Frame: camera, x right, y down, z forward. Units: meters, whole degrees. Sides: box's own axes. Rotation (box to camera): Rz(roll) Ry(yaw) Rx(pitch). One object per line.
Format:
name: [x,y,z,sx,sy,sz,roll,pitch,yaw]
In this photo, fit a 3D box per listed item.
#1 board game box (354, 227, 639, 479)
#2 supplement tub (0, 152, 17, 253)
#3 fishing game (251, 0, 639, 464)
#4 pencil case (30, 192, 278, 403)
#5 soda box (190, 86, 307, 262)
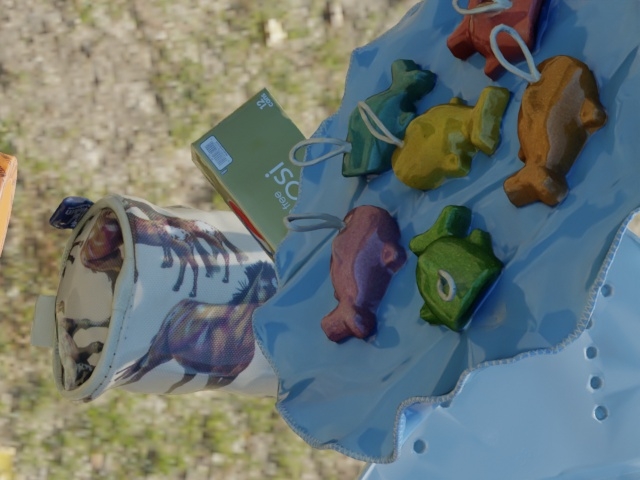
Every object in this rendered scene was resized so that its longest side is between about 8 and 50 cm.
board game box: [0.217,0.225,1.164,0.390,0.050,0.390,39,75,-10]
supplement tub: [-0.485,-0.048,1.584,0.316,0.193,0.193,13,75,-6]
fishing game: [0.033,-0.025,0.450,0.041,0.189,0.264,28,63,-27]
pencil case: [-0.016,0.059,1.228,0.410,0.183,0.160,6,90,-31]
soda box: [0.000,0.000,0.916,0.058,0.061,0.181,-38,88,-7]
